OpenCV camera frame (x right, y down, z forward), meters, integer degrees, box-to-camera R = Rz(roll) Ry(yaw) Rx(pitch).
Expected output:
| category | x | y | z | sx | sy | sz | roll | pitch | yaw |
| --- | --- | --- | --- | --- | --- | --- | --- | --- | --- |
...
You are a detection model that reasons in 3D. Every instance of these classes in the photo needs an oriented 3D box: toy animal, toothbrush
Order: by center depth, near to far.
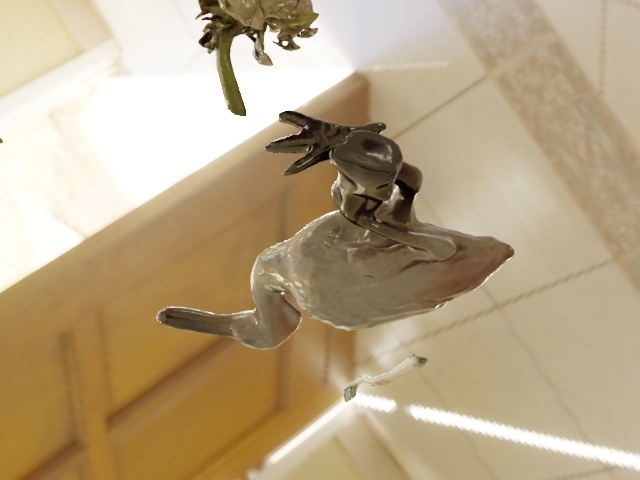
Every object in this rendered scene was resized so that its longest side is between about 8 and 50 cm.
| category | x | y | z | sx | sy | sz | roll | pitch | yaw |
| --- | --- | --- | --- | --- | --- | --- | --- | --- | --- |
| toy animal | 0.014 | 0.016 | 1.136 | 0.195 | 0.090 | 0.324 | 27 | 144 | -8 |
| toothbrush | 0.063 | 0.139 | 1.551 | 0.204 | 0.017 | 0.022 | 143 | 132 | -64 |

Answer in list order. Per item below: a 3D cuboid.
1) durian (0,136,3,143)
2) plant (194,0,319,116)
| category | x | y | z | sx | sy | sz | roll | pitch | yaw |
| --- | --- | --- | --- | --- | --- | --- | --- | --- | --- |
| durian | -0.303 | -0.068 | 0.984 | 0.198 | 0.159 | 0.146 | 13 | 112 | -5 |
| plant | -0.062 | -0.151 | 1.025 | 0.104 | 0.116 | 0.122 | 14 | 87 | 54 |
